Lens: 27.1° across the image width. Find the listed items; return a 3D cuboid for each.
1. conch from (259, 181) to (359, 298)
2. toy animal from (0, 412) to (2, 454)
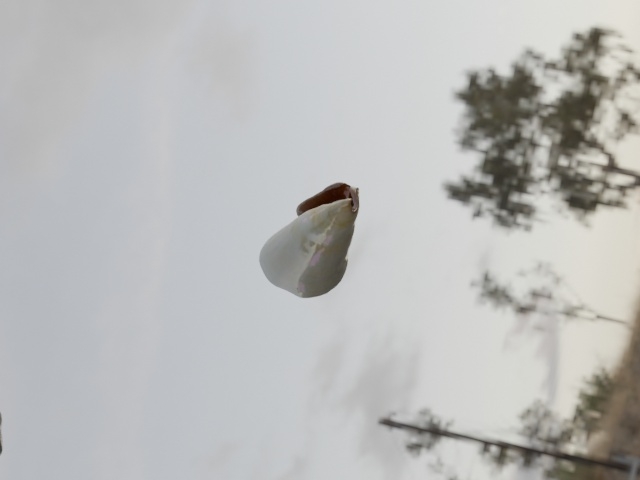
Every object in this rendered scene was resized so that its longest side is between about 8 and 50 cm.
[{"bbox_3d":[-0.009,-0.008,1.433,0.104,0.094,0.176,-36,-25,-36],"label":"conch"},{"bbox_3d":[-0.239,-0.051,0.444,0.225,0.284,0.302,61,-160,-55],"label":"toy animal"}]
